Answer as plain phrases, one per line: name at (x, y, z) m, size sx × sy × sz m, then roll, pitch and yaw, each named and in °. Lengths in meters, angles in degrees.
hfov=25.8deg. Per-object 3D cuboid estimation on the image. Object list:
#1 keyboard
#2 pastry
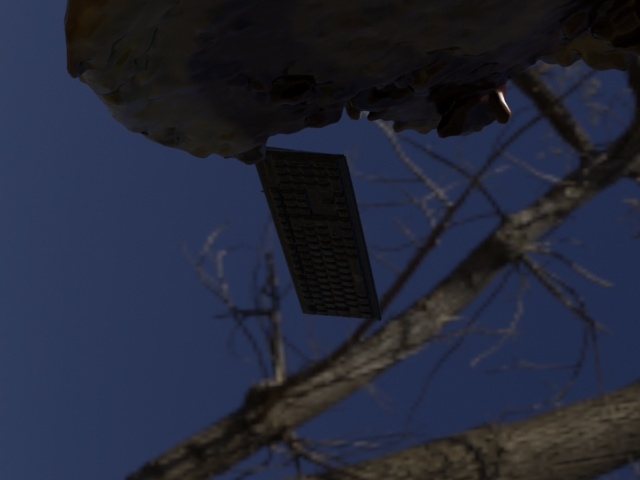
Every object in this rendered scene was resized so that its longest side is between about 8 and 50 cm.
keyboard at (0.000, 0.000, 0.945) m, size 0.198 × 0.063 × 0.010 m, roll 75°, pitch 25°, yaw -55°
pastry at (0.016, -0.139, 0.552) m, size 0.256 × 0.236 × 0.170 m, roll -23°, pitch -114°, yaw 42°
